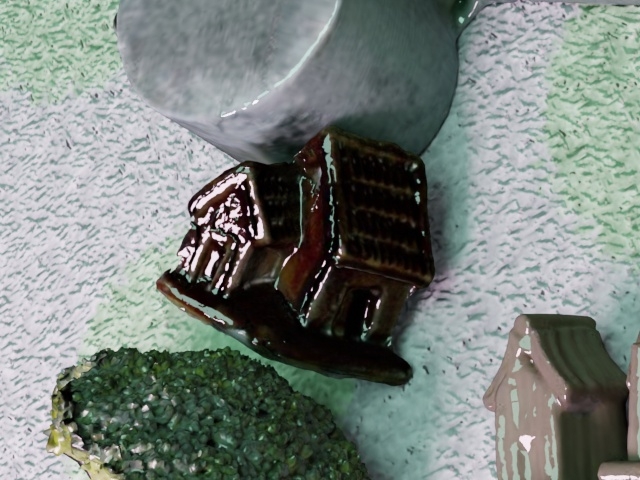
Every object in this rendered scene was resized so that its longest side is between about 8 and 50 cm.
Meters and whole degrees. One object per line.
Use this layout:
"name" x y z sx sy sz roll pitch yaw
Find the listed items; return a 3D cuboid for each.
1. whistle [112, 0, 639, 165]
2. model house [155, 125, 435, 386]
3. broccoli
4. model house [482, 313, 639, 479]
"whistle" 0.040 -0.172 1.257 0.404 0.168 0.188 -27 59 22
"model house" -0.006 -0.001 1.227 0.106 0.165 0.152 46 119 57
"broccoli" -0.099 0.248 1.190 0.252 0.221 0.361 -7 79 43
"model house" 0.189 0.103 1.062 0.229 0.122 0.188 -8 66 38
